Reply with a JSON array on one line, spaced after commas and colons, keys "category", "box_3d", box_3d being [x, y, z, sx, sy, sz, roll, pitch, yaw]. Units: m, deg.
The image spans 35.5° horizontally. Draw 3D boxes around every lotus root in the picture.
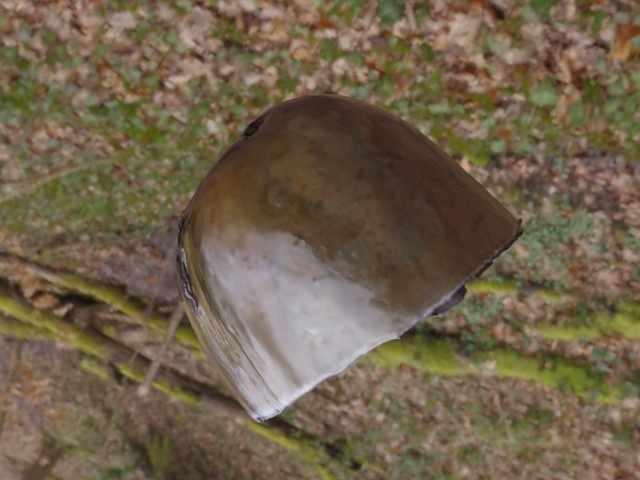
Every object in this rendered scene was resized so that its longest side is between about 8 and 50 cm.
[{"category": "lotus root", "box_3d": [0.000, 0.000, 0.751, 0.192, 0.272, 0.272, 45, 153, -4]}]
